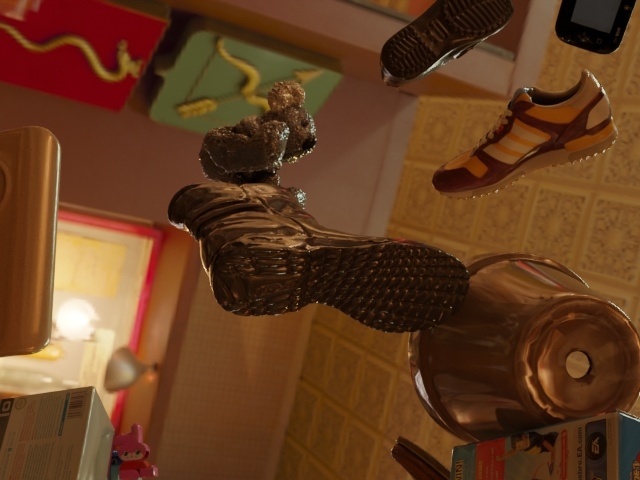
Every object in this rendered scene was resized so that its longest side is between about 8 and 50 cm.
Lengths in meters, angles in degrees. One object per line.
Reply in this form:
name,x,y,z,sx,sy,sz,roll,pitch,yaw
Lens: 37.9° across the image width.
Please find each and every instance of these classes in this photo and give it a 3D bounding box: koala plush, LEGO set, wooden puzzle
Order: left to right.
wooden puzzle,-0.515,0.023,1.251,0.080,0.347,0.322,65,19,-65
LEGO set,-0.327,0.287,1.273,0.087,0.227,0.093,66,17,-73
koala plush,-0.090,-0.179,1.714,0.203,0.221,0.196,15,-42,32

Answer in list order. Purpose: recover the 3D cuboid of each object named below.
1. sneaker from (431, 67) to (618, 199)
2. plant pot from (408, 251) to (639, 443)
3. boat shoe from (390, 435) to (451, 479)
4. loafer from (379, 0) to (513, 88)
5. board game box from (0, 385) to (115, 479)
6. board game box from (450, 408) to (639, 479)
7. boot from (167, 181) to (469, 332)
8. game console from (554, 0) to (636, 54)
sneaker,0.187,-0.105,0.906,0.185,0.084,0.069,-21,-155,17
plant pot,0.317,0.170,1.363,0.280,0.323,0.323,161,-61,-80
boat shoe,0.222,0.461,1.591,0.307,0.111,0.104,37,-95,31
loafer,0.156,-0.269,1.215,0.080,0.220,0.078,58,-20,2
board game box,-0.414,0.305,1.102,0.224,0.303,0.097,-93,174,-51
board game box,0.284,0.395,1.170,0.302,0.086,0.308,-30,-136,51
boot,0.000,0.000,1.128,0.118,0.338,0.223,-69,-152,20
game console,0.430,-0.404,1.318,0.044,0.213,0.361,-49,158,-29
